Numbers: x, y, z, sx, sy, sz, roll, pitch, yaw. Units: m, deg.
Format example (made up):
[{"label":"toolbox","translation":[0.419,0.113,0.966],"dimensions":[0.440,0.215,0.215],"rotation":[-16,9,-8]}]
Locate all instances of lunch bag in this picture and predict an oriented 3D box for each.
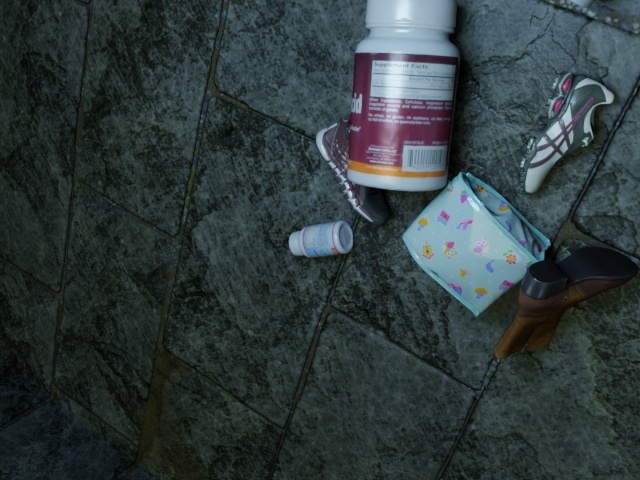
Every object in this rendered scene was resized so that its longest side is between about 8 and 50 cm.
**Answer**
[{"label":"lunch bag","translation":[0.342,0.001,1.526],"dimensions":[0.262,0.160,0.223],"rotation":[43,125,4]}]

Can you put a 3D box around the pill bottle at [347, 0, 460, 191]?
[{"label":"pill bottle","translation":[0.179,-0.315,1.454],"dimensions":[0.224,0.224,0.392],"rotation":[11,105,28]}]

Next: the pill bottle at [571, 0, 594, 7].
[{"label":"pill bottle","translation":[0.524,-0.588,1.173],"dimensions":[0.188,0.188,0.334],"rotation":[42,124,11]}]

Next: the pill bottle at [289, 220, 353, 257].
[{"label":"pill bottle","translation":[0.000,0.000,1.776],"dimensions":[0.160,0.087,0.087],"rotation":[-9,103,34]}]

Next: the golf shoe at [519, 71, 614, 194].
[{"label":"golf shoe","translation":[0.494,-0.204,1.391],"dimensions":[0.120,0.105,0.272],"rotation":[24,120,14]}]

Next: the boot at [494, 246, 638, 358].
[{"label":"boot","translation":[0.534,0.153,1.479],"dimensions":[0.280,0.264,0.096],"rotation":[94,155,-44]}]

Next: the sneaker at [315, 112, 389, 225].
[{"label":"sneaker","translation":[0.116,-0.183,1.629],"dimensions":[0.162,0.106,0.281],"rotation":[-36,87,33]}]
